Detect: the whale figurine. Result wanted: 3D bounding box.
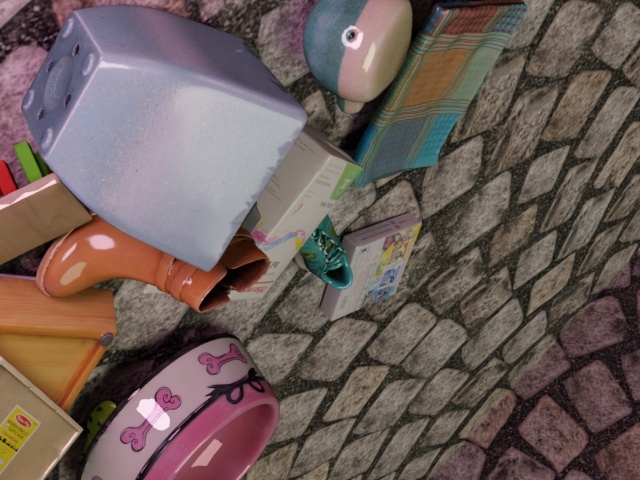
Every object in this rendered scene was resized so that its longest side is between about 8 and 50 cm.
[{"bbox_3d":[0.060,-0.302,1.553,0.216,0.141,0.272,-68,169,11],"label":"whale figurine"}]

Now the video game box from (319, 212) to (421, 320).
[{"bbox_3d":[0.102,0.053,2.078,0.187,0.048,0.205,-17,139,-37],"label":"video game box"}]

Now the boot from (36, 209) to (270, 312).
[{"bbox_3d":[-0.230,0.039,1.421,0.283,0.220,0.109,-31,146,-23],"label":"boot"}]

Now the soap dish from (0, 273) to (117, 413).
[{"bbox_3d":[-0.448,0.162,1.465,0.291,0.118,0.229,12,117,-54],"label":"soap dish"}]

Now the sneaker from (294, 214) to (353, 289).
[{"bbox_3d":[0.000,0.000,1.829,0.107,0.110,0.275,-42,149,-6],"label":"sneaker"}]

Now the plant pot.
[{"bbox_3d":[-0.218,-0.150,1.268,0.252,0.247,0.248,20,112,-39],"label":"plant pot"}]

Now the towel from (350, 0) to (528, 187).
[{"bbox_3d":[0.198,-0.255,1.783,0.271,0.040,0.370,-18,146,-46],"label":"towel"}]

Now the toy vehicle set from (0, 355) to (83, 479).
[{"bbox_3d":[-0.442,0.272,1.408,0.166,0.035,0.267,-53,152,-19],"label":"toy vehicle set"}]

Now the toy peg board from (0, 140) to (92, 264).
[{"bbox_3d":[-0.398,-0.047,1.308,0.160,0.079,0.161,-27,165,-5],"label":"toy peg board"}]

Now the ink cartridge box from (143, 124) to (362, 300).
[{"bbox_3d":[-0.103,-0.019,1.619,0.353,0.119,0.207,-52,166,9],"label":"ink cartridge box"}]

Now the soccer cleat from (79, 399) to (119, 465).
[{"bbox_3d":[-0.383,0.342,1.829,0.072,0.060,0.179,-34,153,-53],"label":"soccer cleat"}]

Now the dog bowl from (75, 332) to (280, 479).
[{"bbox_3d":[-0.240,0.373,1.872,0.408,0.150,0.408,-43,158,-22],"label":"dog bowl"}]
